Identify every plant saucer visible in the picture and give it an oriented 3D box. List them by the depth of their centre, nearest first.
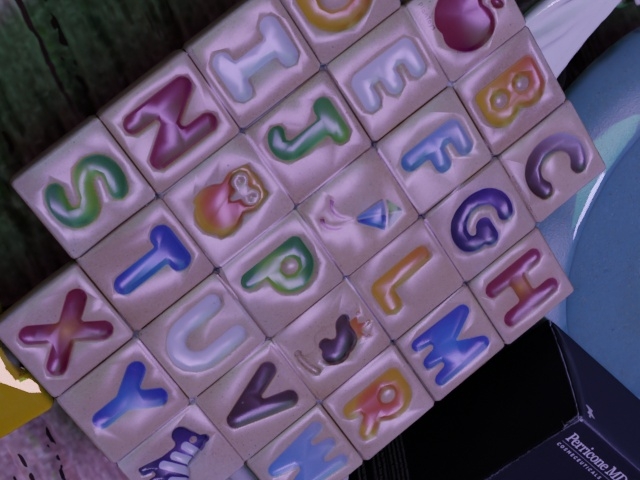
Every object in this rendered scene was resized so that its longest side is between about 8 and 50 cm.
[{"bbox_3d":[0.248,-0.005,0.959,0.318,0.044,0.317,-17,123,-28],"label":"plant saucer"}]

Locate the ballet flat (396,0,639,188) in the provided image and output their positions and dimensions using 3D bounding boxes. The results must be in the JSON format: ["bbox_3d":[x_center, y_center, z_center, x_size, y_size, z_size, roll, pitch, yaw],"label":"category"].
[{"bbox_3d":[0.141,-0.161,0.884,0.139,0.139,0.400,41,87,-27],"label":"ballet flat"}]

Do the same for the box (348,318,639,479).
[{"bbox_3d":[0.173,0.201,0.942,0.184,0.103,0.261,-37,120,23],"label":"box"}]

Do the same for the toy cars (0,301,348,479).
[{"bbox_3d":[-0.143,0.057,0.807,0.394,0.087,0.176,21,96,-31],"label":"toy cars"}]

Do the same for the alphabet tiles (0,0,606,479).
[{"bbox_3d":[0.000,0.000,0.790,0.342,0.011,0.285,-39,119,-7],"label":"alphabet tiles"}]
